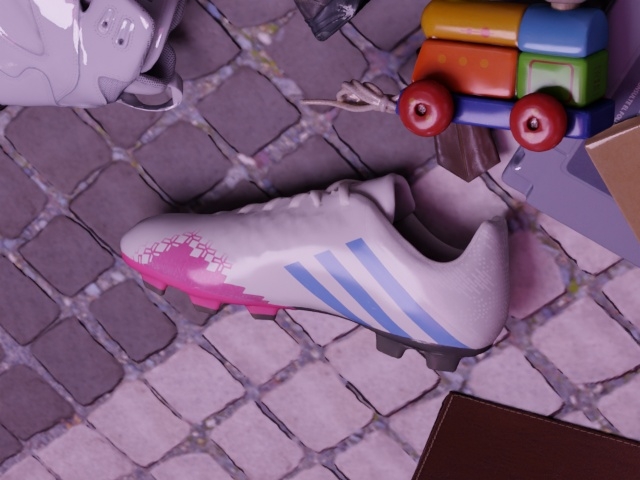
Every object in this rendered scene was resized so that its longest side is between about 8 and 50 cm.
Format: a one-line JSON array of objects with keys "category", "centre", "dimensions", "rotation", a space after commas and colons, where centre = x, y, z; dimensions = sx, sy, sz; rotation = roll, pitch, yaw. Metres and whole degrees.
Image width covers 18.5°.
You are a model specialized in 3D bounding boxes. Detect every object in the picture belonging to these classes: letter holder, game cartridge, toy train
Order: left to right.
[{"category": "toy train", "centre": [0.094, -0.154, 1.444], "dimensions": [0.248, 0.105, 0.143], "rotation": [10, 107, 26]}, {"category": "letter holder", "centre": [0.215, 0.282, 1.641], "dimensions": [0.302, 0.214, 0.152], "rotation": [14, 125, 11]}, {"category": "game cartridge", "centre": [0.286, -0.106, 1.468], "dimensions": [0.196, 0.060, 0.294], "rotation": [32, 127, 3]}]

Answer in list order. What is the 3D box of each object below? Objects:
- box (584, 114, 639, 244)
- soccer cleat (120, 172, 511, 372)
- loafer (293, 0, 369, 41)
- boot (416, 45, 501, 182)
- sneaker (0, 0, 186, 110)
[{"category": "box", "centre": [0.321, -0.043, 1.451], "dimensions": [0.201, 0.021, 0.164], "rotation": [-21, 112, 30]}, {"category": "soccer cleat", "centre": [0.000, 0.000, 1.621], "dimensions": [0.331, 0.116, 0.143], "rotation": [13, 106, 12]}, {"category": "loafer", "centre": [0.037, -0.220, 1.483], "dimensions": [0.061, 0.062, 0.170], "rotation": [48, 123, -7]}, {"category": "boot", "centre": [0.131, -0.100, 1.537], "dimensions": [0.106, 0.037, 0.114], "rotation": [4, 120, 33]}, {"category": "sneaker", "centre": [-0.208, -0.251, 1.511], "dimensions": [0.210, 0.137, 0.365], "rotation": [9, 129, 15]}]
